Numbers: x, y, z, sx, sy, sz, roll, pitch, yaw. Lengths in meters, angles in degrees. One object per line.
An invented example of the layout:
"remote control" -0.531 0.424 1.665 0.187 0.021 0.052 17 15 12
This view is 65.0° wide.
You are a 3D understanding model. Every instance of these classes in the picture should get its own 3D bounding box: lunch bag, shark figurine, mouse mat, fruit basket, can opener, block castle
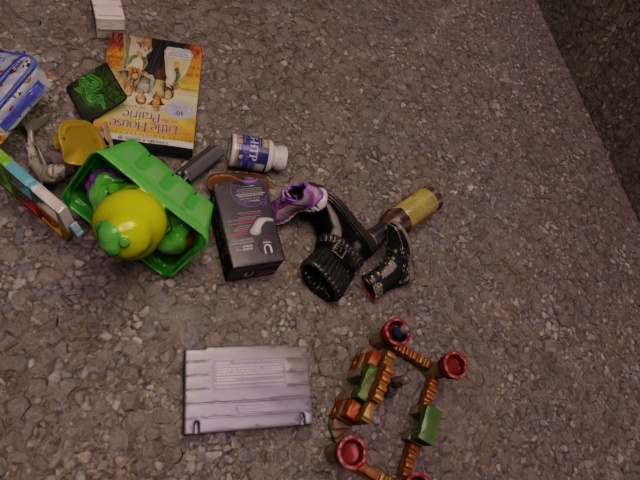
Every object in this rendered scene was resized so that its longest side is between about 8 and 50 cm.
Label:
"lunch bag" -0.904 -0.401 1.388 0.243 0.115 0.304 17 67 21
"shark figurine" -0.779 -0.233 1.447 0.116 0.166 0.278 -3 48 -49
"mouse mat" -0.694 -0.457 1.552 0.152 0.007 0.190 -34 65 -4
"fruit basket" -0.484 -0.049 1.304 0.392 0.283 0.392 29 43 -31
"can opener" -0.407 -0.190 1.585 0.283 0.075 0.095 -47 122 -31
"block castle" 0.228 0.477 1.447 0.302 0.213 0.454 31 60 -6

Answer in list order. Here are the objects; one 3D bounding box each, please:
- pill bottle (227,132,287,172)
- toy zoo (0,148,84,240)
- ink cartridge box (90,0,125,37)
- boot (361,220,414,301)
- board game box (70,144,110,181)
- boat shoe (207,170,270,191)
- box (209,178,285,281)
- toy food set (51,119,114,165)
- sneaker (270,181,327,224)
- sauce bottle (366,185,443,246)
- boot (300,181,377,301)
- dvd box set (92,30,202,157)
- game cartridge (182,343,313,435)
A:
"pill bottle" -0.209 -0.286 1.668 0.186 0.112 0.112 6 66 -19
"toy zoo" -0.748 -0.107 1.330 0.293 0.192 0.030 41 60 -1
"ink cartridge box" -0.712 -0.751 1.684 0.092 0.090 0.143 -9 71 -24
"boot" 0.215 0.072 1.646 0.178 0.085 0.237 -27 118 -25
"board game box" -0.625 -0.210 1.507 0.193 0.045 0.147 14 63 -16
"boat shoe" -0.268 -0.188 1.632 0.206 0.073 0.073 3 29 -24
"box" -0.230 -0.031 1.528 0.165 0.143 0.271 -8 71 -23
"toy food set" -0.676 -0.267 1.412 0.071 0.218 0.128 -15 99 16
"sneaker" -0.099 -0.125 1.577 0.104 0.236 0.095 31 48 -50
"sauce bottle" 0.290 -0.081 1.774 0.344 0.111 0.111 -32 82 -31
"boot" 0.002 -0.001 1.614 0.348 0.131 0.260 45 59 1
"dvd box set" -0.552 -0.477 1.632 0.307 0.062 0.421 5 66 -13
"game cartridge" -0.201 0.407 1.399 0.354 0.068 0.230 3 63 -20
